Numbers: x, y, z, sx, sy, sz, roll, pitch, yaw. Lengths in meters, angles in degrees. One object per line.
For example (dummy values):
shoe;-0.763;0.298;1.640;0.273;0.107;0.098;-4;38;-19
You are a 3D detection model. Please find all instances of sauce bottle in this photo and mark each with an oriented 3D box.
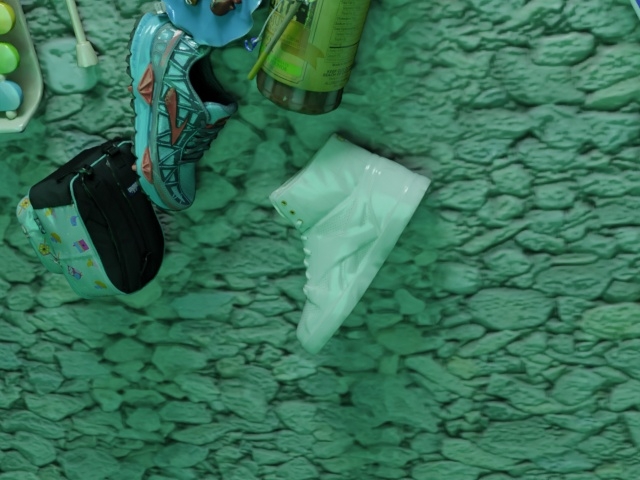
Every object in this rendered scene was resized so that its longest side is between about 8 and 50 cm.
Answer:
sauce bottle;0.012;-0.306;1.039;0.111;0.111;0.344;19;123;6

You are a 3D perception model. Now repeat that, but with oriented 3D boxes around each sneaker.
sneaker;0.000;0.000;1.243;0.169;0.108;0.292;30;115;0
sneaker;-0.166;-0.147;1.199;0.125;0.104;0.261;7;123;12

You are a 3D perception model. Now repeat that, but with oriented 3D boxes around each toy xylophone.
toy xylophone;-0.420;-0.291;1.203;0.236;0.081;0.322;-7;119;21

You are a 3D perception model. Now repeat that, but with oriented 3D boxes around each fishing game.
fishing game;-0.134;-0.306;1.067;0.264;0.041;0.189;54;133;8

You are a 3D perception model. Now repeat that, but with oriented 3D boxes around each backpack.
backpack;-0.296;-0.016;1.283;0.144;0.166;0.188;-15;112;27

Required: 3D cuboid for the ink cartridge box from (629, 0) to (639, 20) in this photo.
ink cartridge box;0.371;-0.339;0.939;0.206;0.045;0.208;-24;112;29
